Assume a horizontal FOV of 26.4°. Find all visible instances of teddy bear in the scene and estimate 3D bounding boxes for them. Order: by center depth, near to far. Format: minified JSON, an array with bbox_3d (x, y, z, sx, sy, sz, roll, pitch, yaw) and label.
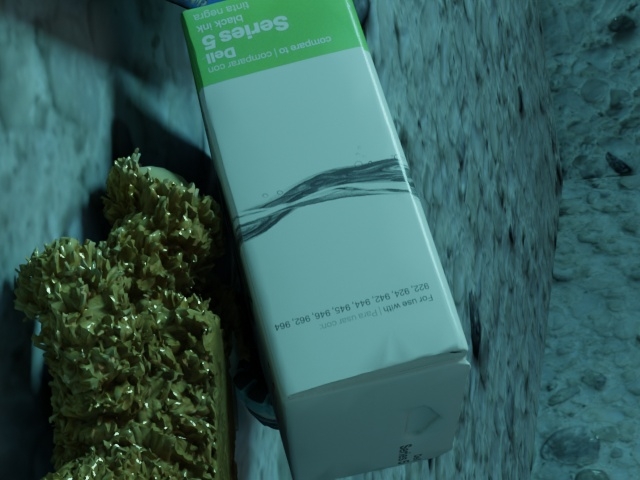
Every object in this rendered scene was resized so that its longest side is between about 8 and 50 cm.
[{"bbox_3d":[-0.105,0.101,0.776,0.245,0.113,0.338,73,12,-58],"label":"teddy bear"}]

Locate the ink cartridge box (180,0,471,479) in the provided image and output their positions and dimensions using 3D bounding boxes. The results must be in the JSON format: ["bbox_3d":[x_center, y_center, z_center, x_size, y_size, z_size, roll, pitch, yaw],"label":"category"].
[{"bbox_3d":[0.000,0.000,0.894,0.198,0.114,0.273,86,-11,-64],"label":"ink cartridge box"}]

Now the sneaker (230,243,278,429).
[{"bbox_3d":[-0.029,0.014,1.068,0.122,0.110,0.283,93,4,-63],"label":"sneaker"}]

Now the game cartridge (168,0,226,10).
[{"bbox_3d":[-0.052,-0.248,0.814,0.230,0.068,0.355,-57,161,11],"label":"game cartridge"}]
